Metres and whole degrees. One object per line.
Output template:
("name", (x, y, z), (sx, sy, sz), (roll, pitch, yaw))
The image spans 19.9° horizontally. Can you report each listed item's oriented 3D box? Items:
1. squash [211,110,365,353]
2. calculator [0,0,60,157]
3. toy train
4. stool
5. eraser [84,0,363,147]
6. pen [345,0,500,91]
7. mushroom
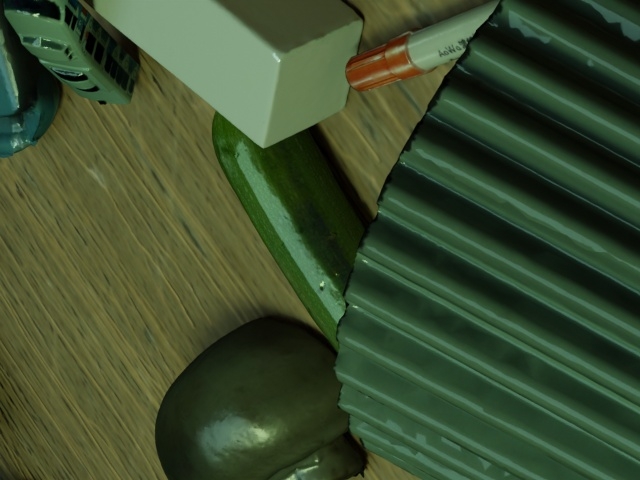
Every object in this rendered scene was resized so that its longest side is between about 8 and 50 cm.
("squash", (0.000, 0.000, 1.195), (0.229, 0.066, 0.066), (58, 144, 3))
("calculator", (-0.290, -0.203, 1.419), (0.173, 0.051, 0.293), (3, 115, 50))
("toy train", (-0.168, -0.134, 1.223), (0.043, 0.047, 0.207), (11, 171, 10))
("stool", (0.222, 0.052, 0.785), (0.330, 0.297, 0.297), (32, 135, 28))
("eraser", (-0.105, -0.182, 1.191), (0.298, 0.076, 0.078), (41, 139, 26))
("pen", (0.093, -0.121, 1.033), (0.239, 0.028, 0.028), (-15, 101, 52))
("mushroom", (-0.057, 0.141, 1.327), (0.141, 0.117, 0.188), (63, 150, 18))
